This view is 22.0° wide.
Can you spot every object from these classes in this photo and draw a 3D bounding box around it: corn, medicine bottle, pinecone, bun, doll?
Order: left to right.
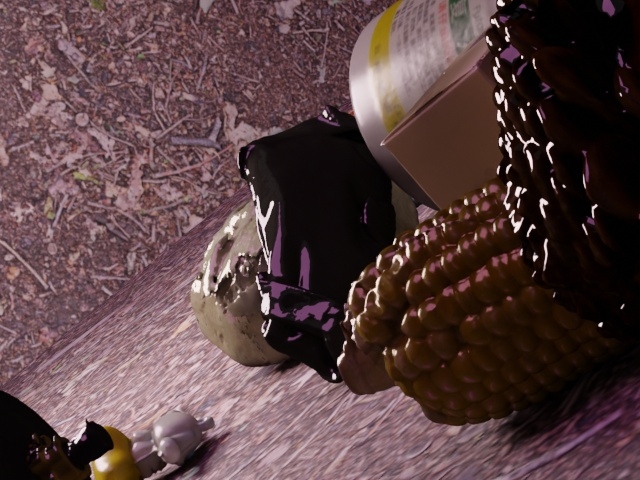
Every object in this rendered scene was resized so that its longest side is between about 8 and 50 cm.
[{"bbox_3d":[-0.147,0.179,1.451,0.113,0.071,0.135,-25,8,24],"label":"doll"},{"bbox_3d":[-0.026,0.014,1.563,0.239,0.141,0.239,-33,10,7],"label":"bun"},{"bbox_3d":[0.202,-0.170,1.389,0.340,0.208,0.208,-29,11,47],"label":"medicine bottle"},{"bbox_3d":[0.158,0.000,0.923,0.347,0.130,0.130,-29,10,22],"label":"corn"},{"bbox_3d":[0.210,-0.071,0.718,0.292,0.246,0.246,-30,8,-2],"label":"pinecone"}]

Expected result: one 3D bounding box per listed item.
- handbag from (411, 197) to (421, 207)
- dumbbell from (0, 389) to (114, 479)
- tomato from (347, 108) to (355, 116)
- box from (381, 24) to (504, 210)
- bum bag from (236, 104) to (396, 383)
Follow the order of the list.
[{"bbox_3d":[0.203,-0.136,1.690,0.270,0.088,0.175,-41,1,-26],"label":"handbag"},{"bbox_3d":[-0.322,0.264,1.286,0.388,0.185,0.185,-37,8,6],"label":"dumbbell"},{"bbox_3d":[0.093,-0.135,2.087,0.237,0.095,0.237,-32,9,5],"label":"tomato"},{"bbox_3d":[0.157,-0.067,1.145,0.095,0.168,0.212,-37,7,31],"label":"box"},{"bbox_3d":[0.000,0.000,1.407,0.142,0.079,0.326,1,41,-5],"label":"bum bag"}]
